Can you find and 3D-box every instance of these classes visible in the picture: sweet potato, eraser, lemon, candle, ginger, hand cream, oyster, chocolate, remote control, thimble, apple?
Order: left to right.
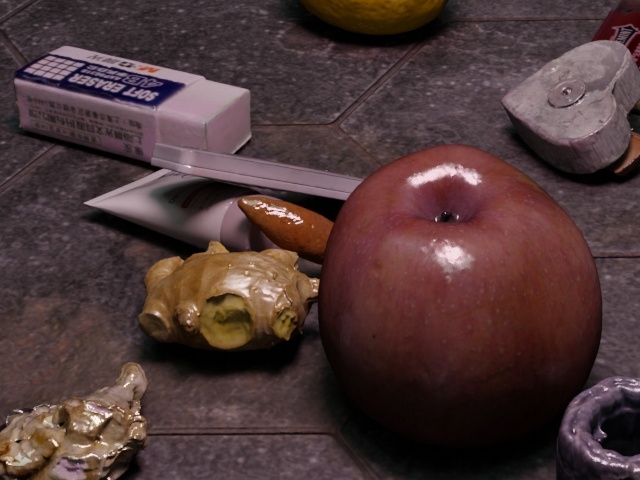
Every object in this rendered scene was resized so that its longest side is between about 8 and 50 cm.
[{"bbox_3d":[-0.238,0.176,1.476,0.163,0.081,0.191,7,33,19],"label":"oyster"},{"bbox_3d":[-0.239,-0.171,1.937,0.287,0.086,0.130,14,33,22],"label":"eraser"},{"bbox_3d":[-0.144,-0.039,1.774,0.248,0.083,0.133,18,30,36],"label":"hand cream"},{"bbox_3d":[-0.086,0.062,1.604,0.216,0.102,0.157,-2,20,5],"label":"ginger"},{"bbox_3d":[-0.066,-0.077,1.746,0.250,0.034,0.103,8,4,-31],"label":"remote control"},{"bbox_3d":[-0.001,0.001,1.670,0.202,0.055,0.058,25,54,-20],"label":"sweet potato"},{"bbox_3d":[0.069,-0.405,2.139,0.288,0.233,0.233,20,41,29],"label":"lemon"},{"bbox_3d":[0.136,0.051,1.497,0.306,0.235,0.305,-2,37,1],"label":"apple"},{"bbox_3d":[0.312,-0.164,1.892,0.168,0.068,0.192,-6,44,31],"label":"candle"},{"bbox_3d":[0.359,-0.110,1.882,0.064,0.031,0.101,-43,42,-18],"label":"chocolate"},{"bbox_3d":[0.294,0.202,1.399,0.150,0.097,0.150,-1,35,1],"label":"thimble"}]

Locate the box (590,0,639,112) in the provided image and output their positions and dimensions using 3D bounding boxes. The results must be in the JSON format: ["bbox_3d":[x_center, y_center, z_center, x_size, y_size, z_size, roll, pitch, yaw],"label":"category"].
[{"bbox_3d":[0.428,-0.257,2.053,0.120,0.069,0.224,15,41,22],"label":"box"}]
